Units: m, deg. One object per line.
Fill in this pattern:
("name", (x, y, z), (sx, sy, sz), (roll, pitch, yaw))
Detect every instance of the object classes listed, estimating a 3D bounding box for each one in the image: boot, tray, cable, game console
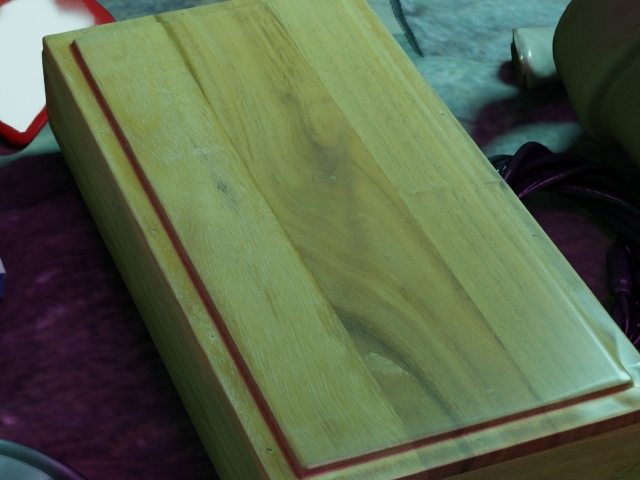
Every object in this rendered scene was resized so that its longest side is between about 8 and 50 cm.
("boot", (0.172, -0.127, 1.256), (0.087, 0.042, 0.118), (-6, 12, 5))
("tray", (0.000, 0.000, 1.029), (0.202, 0.076, 0.411), (-14, 42, -17))
("cable", (0.144, 0.010, 1.145), (0.150, 0.047, 0.184), (38, 50, 22))
("game console", (-0.225, -0.129, 1.222), (0.124, 0.085, 0.144), (-3, 37, 30))

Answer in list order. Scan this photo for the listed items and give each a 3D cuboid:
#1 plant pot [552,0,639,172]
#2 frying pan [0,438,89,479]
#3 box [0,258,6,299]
("plant pot", (0.298, -0.063, 1.132), (0.263, 0.263, 0.229), (-8, 66, -20))
("frying pan", (-0.218, 0.199, 0.890), (0.197, 0.053, 0.326), (35, 47, 22))
("box", (-0.236, -0.004, 1.091), (0.081, 0.028, 0.136), (-10, 52, -21))
